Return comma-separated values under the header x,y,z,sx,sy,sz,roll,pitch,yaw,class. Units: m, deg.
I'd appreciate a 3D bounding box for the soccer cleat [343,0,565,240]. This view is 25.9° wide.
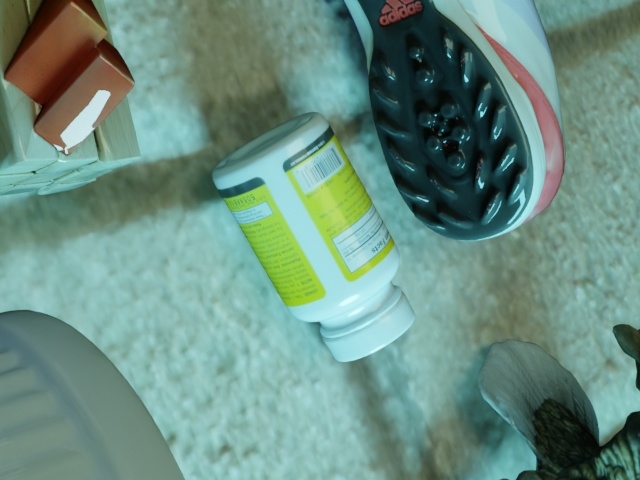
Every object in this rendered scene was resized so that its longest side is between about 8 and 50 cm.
x,y,z,sx,sy,sz,roll,pitch,yaw,class
0.063,-0.159,0.790,0.116,0.108,0.318,-21,94,-60,soccer cleat

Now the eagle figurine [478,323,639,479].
x,y,z,sx,sy,sz,roll,pitch,yaw,class
0.159,0.202,0.740,0.226,0.225,0.298,21,94,4,eagle figurine

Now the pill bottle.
x,y,z,sx,sy,sz,roll,pitch,yaw,class
0.000,0.000,0.697,0.065,0.065,0.116,-41,107,-43,pill bottle

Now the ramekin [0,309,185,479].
x,y,z,sx,sy,sz,roll,pitch,yaw,class
-0.124,0.133,0.447,0.109,0.207,0.207,-13,87,-36,ramekin

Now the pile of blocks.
x,y,z,sx,sy,sz,roll,pitch,yaw,class
-0.119,-0.188,0.603,0.149,0.112,0.362,22,63,-38,pile of blocks
